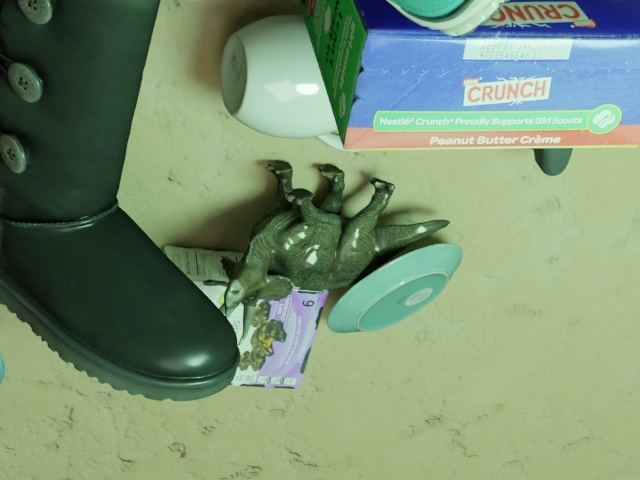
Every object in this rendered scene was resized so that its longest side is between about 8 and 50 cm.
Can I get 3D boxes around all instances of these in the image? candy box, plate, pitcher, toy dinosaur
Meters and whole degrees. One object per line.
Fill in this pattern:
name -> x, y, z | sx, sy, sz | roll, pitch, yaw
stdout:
candy box -> 0.130, -0.214, 1.019 | 0.268, 0.317, 0.122 | 0, 127, -11
candy box -> -0.107, 0.097, 1.371 | 0.196, 0.070, 0.165 | 5, 126, -16
plate -> 0.096, 0.067, 1.362 | 0.188, 0.024, 0.188 | -25, 156, -12
pitcher -> -0.001, -0.153, 1.178 | 0.207, 0.125, 0.178 | -1, 144, -24
toy dinosaur -> 0.000, 0.000, 1.291 | 0.313, 0.121, 0.160 | -8, 122, -36

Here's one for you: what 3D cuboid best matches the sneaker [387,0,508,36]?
sneaker -> 0.132, -0.264, 0.767 | 0.110, 0.107, 0.275 | 27, 120, -19

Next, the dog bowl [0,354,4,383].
dog bowl -> -0.520, 0.221, 1.382 | 0.297, 0.074, 0.166 | -41, 125, 20

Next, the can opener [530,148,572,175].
can opener -> 0.278, -0.202, 1.200 | 0.076, 0.095, 0.283 | -1, 128, -11

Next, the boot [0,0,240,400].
boot -> -0.197, -0.097, 1.069 | 0.367, 0.146, 0.445 | 27, 123, 13
